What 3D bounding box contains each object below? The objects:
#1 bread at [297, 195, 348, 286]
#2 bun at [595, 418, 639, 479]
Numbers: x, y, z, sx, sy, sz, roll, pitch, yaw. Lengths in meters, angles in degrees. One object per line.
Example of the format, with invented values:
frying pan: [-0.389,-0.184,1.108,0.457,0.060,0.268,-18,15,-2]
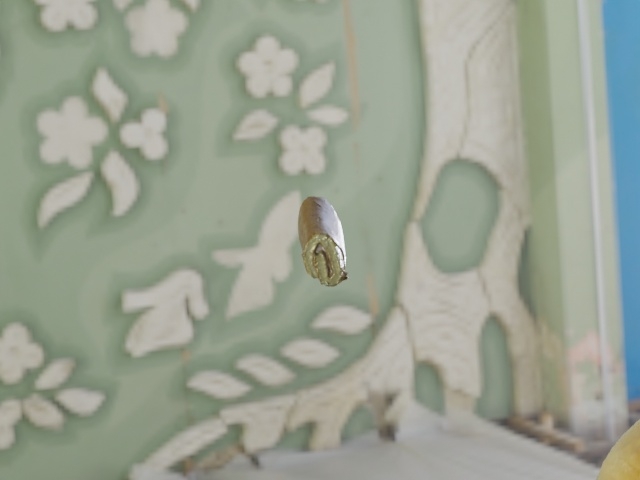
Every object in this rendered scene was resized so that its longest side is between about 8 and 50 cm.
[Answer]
bread: [0.000,0.000,1.147,0.036,0.047,0.083,-21,-156,6]
bun: [0.365,0.263,1.222,0.299,0.299,0.165,-2,168,22]
